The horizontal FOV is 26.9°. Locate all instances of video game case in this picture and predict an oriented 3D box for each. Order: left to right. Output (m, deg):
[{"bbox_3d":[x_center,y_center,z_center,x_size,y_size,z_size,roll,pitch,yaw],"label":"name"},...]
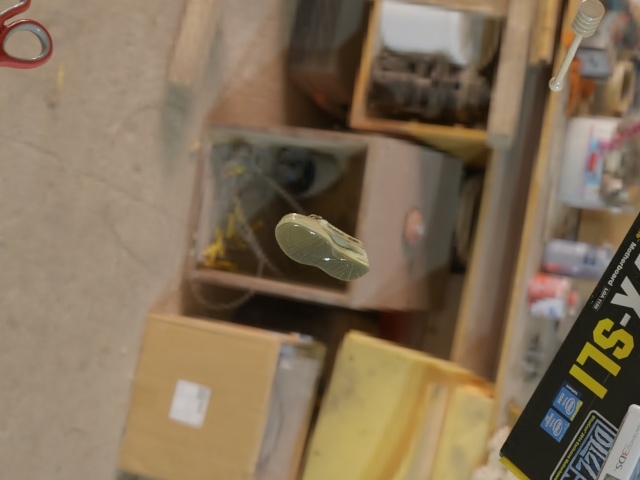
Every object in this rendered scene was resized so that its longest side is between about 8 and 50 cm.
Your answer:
[{"bbox_3d":[0.192,0.201,0.918,0.173,0.022,0.190,-65,160,-3],"label":"video game case"}]

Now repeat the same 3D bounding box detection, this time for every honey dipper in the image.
[{"bbox_3d":[0.297,-0.226,1.582,0.161,0.030,0.030,106,9,-61],"label":"honey dipper"}]

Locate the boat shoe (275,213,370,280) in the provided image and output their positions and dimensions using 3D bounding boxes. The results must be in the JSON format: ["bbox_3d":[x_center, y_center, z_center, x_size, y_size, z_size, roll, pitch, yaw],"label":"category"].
[{"bbox_3d":[0.002,-0.001,1.553,0.153,0.056,0.048,27,46,-42],"label":"boat shoe"}]

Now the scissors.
[{"bbox_3d":[-0.402,-0.181,1.422,0.297,0.021,0.109,-44,108,-37],"label":"scissors"}]

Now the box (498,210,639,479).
[{"bbox_3d":[0.325,0.127,1.118,0.079,0.257,0.322,15,109,-43],"label":"box"}]
